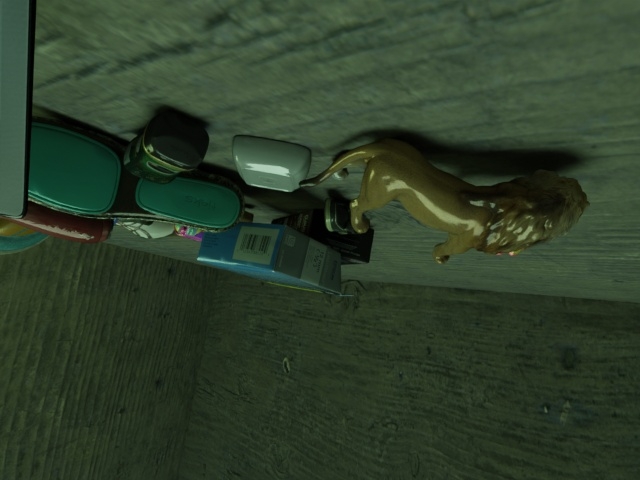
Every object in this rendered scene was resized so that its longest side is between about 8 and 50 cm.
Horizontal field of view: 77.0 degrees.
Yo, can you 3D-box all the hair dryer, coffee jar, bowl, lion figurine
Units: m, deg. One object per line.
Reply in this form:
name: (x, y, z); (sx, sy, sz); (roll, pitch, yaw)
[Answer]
hair dryer: (-0.527, -0.073, 0.862); (0.224, 0.080, 0.293); (30, -160, 10)
coffee jar: (-0.263, -0.153, 0.684); (0.096, 0.078, 0.185); (22, 165, -35)
bowl: (-0.092, -0.132, 0.733); (0.142, 0.053, 0.142); (10, 169, -3)
lion figurine: (0.176, -0.071, 0.628); (0.393, 0.142, 0.240); (15, 161, -12)

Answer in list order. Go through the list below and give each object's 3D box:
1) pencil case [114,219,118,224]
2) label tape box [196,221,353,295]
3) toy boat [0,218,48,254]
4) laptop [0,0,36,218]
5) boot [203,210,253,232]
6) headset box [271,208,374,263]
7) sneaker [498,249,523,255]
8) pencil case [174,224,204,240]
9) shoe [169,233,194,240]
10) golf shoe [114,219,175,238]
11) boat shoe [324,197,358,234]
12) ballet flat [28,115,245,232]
pencil case: (-0.682, -0.126, 1.065); (0.307, 0.119, 0.133); (15, -154, -35)
label tape box: (-0.092, 0.054, 1.027); (0.250, 0.114, 0.348); (5, 168, 35)
toy boat: (-0.672, -0.123, 0.843); (0.148, 0.267, 0.318); (7, 138, 28)
laptop: (-0.415, -0.192, 0.211); (0.383, 0.407, 0.236); (12, -157, -17)
boot: (-0.337, -0.056, 1.204); (0.212, 0.103, 0.295); (19, 155, -20)
headset box: (0.000, 0.000, 1.204); (0.218, 0.110, 0.293); (16, 167, -30)
sneaker: (0.419, -0.015, 0.838); (0.082, 0.094, 0.208); (11, 168, -5)
pencil case: (-0.371, -0.034, 1.361); (0.105, 0.104, 0.237); (-1, 165, 41)
shoe: (-0.518, -0.042, 1.572); (0.220, 0.058, 0.076); (6, 150, -9)
golf shoe: (-0.610, -0.074, 1.335); (0.273, 0.105, 0.120); (13, 161, -27)
boat shoe: (0.063, -0.056, 0.970); (0.074, 0.080, 0.223); (0, 173, 15)
ballet flat: (-0.398, -0.121, 0.824); (0.484, 0.163, 0.182); (13, -172, -31)
